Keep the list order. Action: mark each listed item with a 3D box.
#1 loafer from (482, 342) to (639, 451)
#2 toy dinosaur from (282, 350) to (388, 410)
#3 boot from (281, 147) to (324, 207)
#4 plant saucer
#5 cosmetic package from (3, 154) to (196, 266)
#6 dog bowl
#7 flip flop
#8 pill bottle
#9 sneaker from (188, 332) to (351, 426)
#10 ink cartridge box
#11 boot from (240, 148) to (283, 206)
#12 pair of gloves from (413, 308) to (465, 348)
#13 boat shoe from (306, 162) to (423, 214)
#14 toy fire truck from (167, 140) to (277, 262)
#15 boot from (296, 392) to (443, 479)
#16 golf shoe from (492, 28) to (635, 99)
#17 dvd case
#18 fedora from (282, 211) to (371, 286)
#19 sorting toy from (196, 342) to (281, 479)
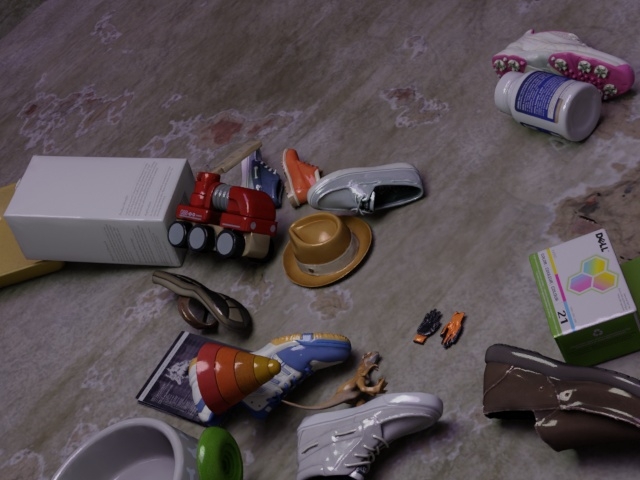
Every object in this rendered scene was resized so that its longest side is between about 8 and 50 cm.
[{"bbox_3d":[0.383,0.251,1.577,0.366,0.134,0.130,10,78,51],"label":"loafer"},{"bbox_3d":[0.047,0.256,1.806,0.112,0.064,0.211,12,28,35],"label":"toy dinosaur"},{"bbox_3d":[-0.035,-0.142,2.287,0.084,0.059,0.158,-21,49,8],"label":"boot"},{"bbox_3d":[-0.697,-0.013,2.563,0.333,0.081,0.333,-16,42,19],"label":"plant saucer"},{"bbox_3d":[-0.463,-0.068,2.339,0.365,0.155,0.197,2,49,15],"label":"cosmetic package"},{"bbox_3d":[-0.332,0.448,1.816,0.349,0.102,0.349,-23,37,19],"label":"dog bowl"},{"bbox_3d":[-0.239,0.128,2.115,0.277,0.112,0.080,22,89,42],"label":"flip flop"},{"bbox_3d":[0.425,-0.262,2.062,0.112,0.112,0.187,-46,42,-16],"label":"pill bottle"},{"bbox_3d":[-0.081,0.246,1.901,0.296,0.112,0.131,-15,68,13],"label":"sneaker"},{"bbox_3d":[0.477,0.070,1.702,0.255,0.097,0.189,-22,41,14],"label":"ink cartridge box"},{"bbox_3d":[-0.121,-0.137,2.335,0.086,0.069,0.190,-10,52,14],"label":"boot"},{"bbox_3d":[0.204,0.151,1.864,0.083,0.010,0.074,5,53,40],"label":"pair of gloves"},{"bbox_3d":[0.090,-0.092,2.098,0.227,0.079,0.081,-12,41,-8],"label":"boat shoe"},{"bbox_3d":[-0.172,-0.089,2.203,0.217,0.158,0.246,11,91,40],"label":"toy fire truck"},{"bbox_3d":[0.076,0.326,1.718,0.258,0.095,0.123,-20,46,28],"label":"boot"},{"bbox_3d":[0.485,-0.358,2.126,0.306,0.115,0.140,17,57,42],"label":"golf shoe"},{"bbox_3d":[-0.225,0.258,2.027,0.221,0.018,0.164,11,57,39],"label":"dvd case"},{"bbox_3d":[0.000,0.000,2.097,0.194,0.079,0.194,-19,41,17],"label":"fedora"},{"bbox_3d":[-0.116,0.327,1.735,0.126,0.127,0.365,-13,62,19],"label":"sorting toy"}]
